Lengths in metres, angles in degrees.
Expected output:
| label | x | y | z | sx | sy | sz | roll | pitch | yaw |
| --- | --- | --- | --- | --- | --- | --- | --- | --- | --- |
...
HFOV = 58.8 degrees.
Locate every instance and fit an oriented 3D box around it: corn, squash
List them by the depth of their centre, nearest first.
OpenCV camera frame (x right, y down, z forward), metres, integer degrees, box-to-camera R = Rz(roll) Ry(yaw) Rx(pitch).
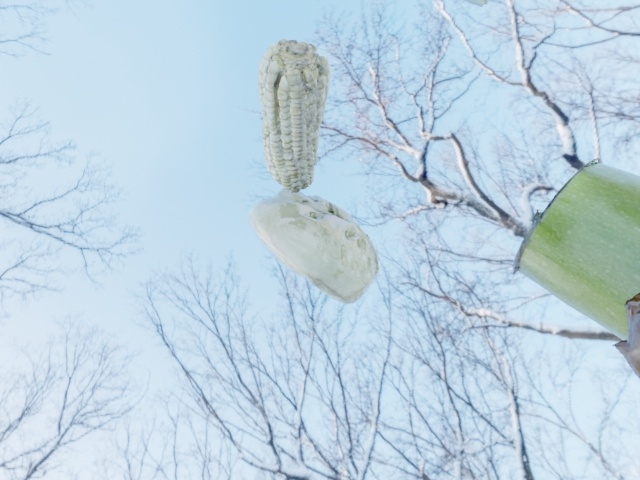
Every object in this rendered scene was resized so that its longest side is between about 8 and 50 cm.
| label | x | y | z | sx | sy | sz | roll | pitch | yaw |
| --- | --- | --- | --- | --- | --- | --- | --- | --- | --- |
| corn | -0.038 | -0.151 | 0.709 | 0.087 | 0.087 | 0.210 | -14 | -31 | -17 |
| squash | 0.560 | 0.047 | 0.958 | 0.263 | 0.384 | 0.263 | -34 | -36 | -29 |

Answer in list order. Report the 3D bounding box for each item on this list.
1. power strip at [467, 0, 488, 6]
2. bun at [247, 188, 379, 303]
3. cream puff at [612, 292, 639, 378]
| label | x | y | z | sx | sy | sz | roll | pitch | yaw |
| --- | --- | --- | --- | --- | --- | --- | --- | --- | --- |
| power strip | 0.145 | -0.371 | 0.758 | 0.029 | 0.227 | 0.080 | -57 | -27 | 10 |
| bun | 0.000 | 0.000 | 0.859 | 0.210 | 0.237 | 0.116 | 39 | -86 | 16 |
| cream puff | 0.505 | 0.137 | 0.713 | 0.155 | 0.268 | 0.241 | -5 | -32 | -14 |
